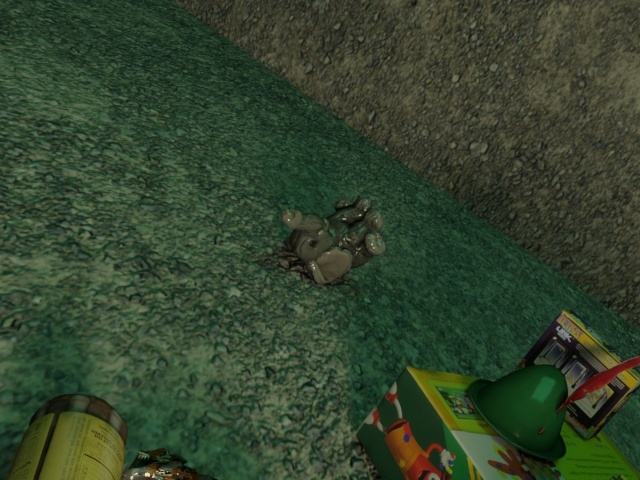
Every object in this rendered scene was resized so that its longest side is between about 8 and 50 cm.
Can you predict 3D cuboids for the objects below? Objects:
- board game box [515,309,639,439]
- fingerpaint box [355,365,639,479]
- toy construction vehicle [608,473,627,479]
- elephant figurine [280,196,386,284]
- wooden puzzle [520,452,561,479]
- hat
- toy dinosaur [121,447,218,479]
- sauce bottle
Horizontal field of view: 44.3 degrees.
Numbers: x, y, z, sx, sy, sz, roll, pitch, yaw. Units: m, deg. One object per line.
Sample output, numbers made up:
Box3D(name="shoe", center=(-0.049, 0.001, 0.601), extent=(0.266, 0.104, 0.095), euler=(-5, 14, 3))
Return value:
Box3D(name="board game box", center=(0.438, 0.225, 1.333), extent=(0.048, 0.141, 0.170), euler=(7, 34, -49))
Box3D(name="fingerpaint box", center=(0.328, 0.402, 1.217), extent=(0.445, 0.163, 0.371), euler=(15, 28, -39))
Box3D(name="toy construction vehicle", center=(0.460, 0.388, 1.159), extent=(0.086, 0.035, 0.098), euler=(43, 23, 21))
Box3D(name="elephant figurine", center=(0.000, 0.000, 1.618), extent=(0.239, 0.186, 0.169), euler=(-16, 12, -31))
Box3D(name="wooden puzzle", center=(0.314, 0.327, 1.118), extent=(0.083, 0.006, 0.049), euler=(22, 24, -27))
Box3D(name="hat", center=(0.351, 0.204, 1.185), extent=(0.173, 0.183, 0.208), euler=(42, 21, 27))
Box3D(name="toy dinosaur", center=(-0.073, 0.333, 0.831), extent=(0.322, 0.164, 0.218), euler=(14, 4, 5))
Box3D(name="sauce bottle", center=(-0.252, 0.287, 0.709), extent=(0.111, 0.111, 0.344), euler=(28, 24, -17))
